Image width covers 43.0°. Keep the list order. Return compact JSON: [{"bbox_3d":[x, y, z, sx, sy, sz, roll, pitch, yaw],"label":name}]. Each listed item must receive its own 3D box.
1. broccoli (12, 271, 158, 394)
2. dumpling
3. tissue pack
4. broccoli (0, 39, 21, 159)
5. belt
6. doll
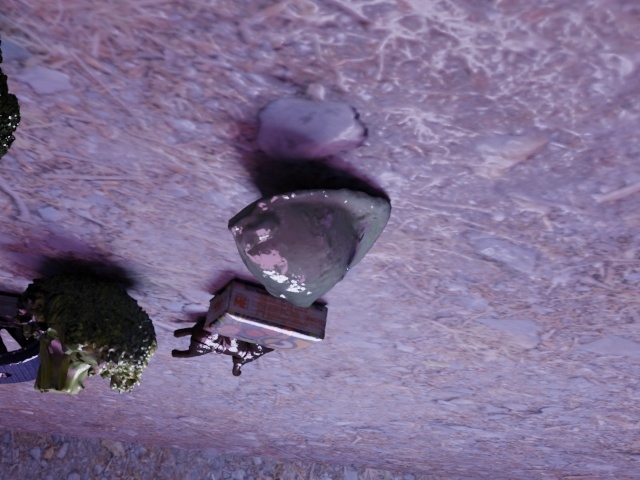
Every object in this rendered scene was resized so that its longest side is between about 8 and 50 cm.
[{"bbox_3d":[-0.343,0.133,1.157,0.226,0.176,0.198,-13,146,13],"label":"broccoli"},{"bbox_3d":[-0.006,0.010,0.835,0.149,0.104,0.216,3,155,15],"label":"dumpling"},{"bbox_3d":[-0.078,0.112,1.145,0.148,0.060,0.108,18,154,-20],"label":"tissue pack"},{"bbox_3d":[-0.322,-0.122,0.637,0.162,0.145,0.138,-7,-169,-7],"label":"broccoli"},{"bbox_3d":[-0.542,0.147,1.312,0.231,0.139,0.126,11,151,-1],"label":"belt"},{"bbox_3d":[-0.142,0.160,1.289,0.139,0.057,0.165,24,144,-26],"label":"doll"}]
